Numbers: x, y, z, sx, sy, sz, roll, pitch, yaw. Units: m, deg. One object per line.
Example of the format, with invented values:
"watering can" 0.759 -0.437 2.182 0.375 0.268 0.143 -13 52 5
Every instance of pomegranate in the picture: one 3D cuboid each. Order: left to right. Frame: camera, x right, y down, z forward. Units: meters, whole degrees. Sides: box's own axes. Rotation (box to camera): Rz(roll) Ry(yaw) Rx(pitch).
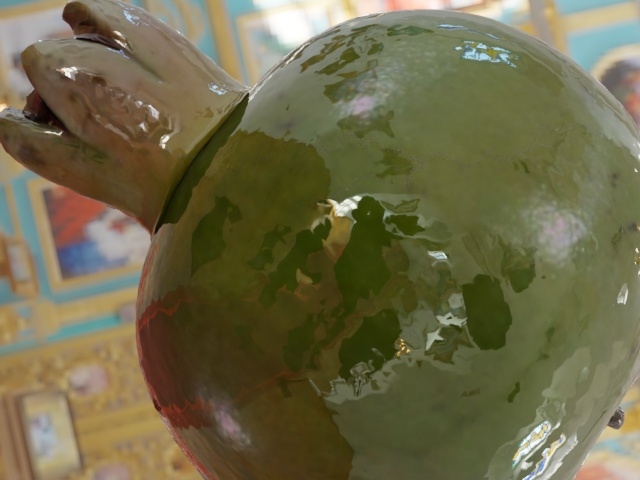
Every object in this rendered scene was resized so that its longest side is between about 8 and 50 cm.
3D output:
"pomegranate" 0.009 0.001 0.542 0.210 0.179 0.179 41 5 -20
